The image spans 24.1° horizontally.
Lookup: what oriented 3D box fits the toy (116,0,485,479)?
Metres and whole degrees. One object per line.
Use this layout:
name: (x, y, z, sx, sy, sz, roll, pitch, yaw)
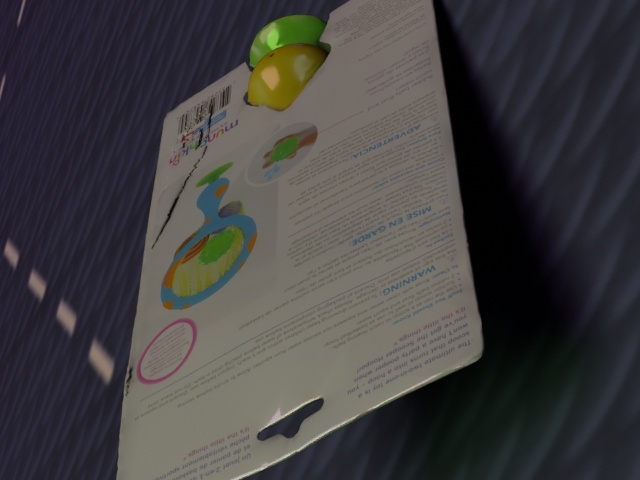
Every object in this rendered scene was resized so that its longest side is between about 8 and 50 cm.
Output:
toy: (0.000, 0.000, 0.554, 0.137, 0.056, 0.237, -29, 37, 20)
